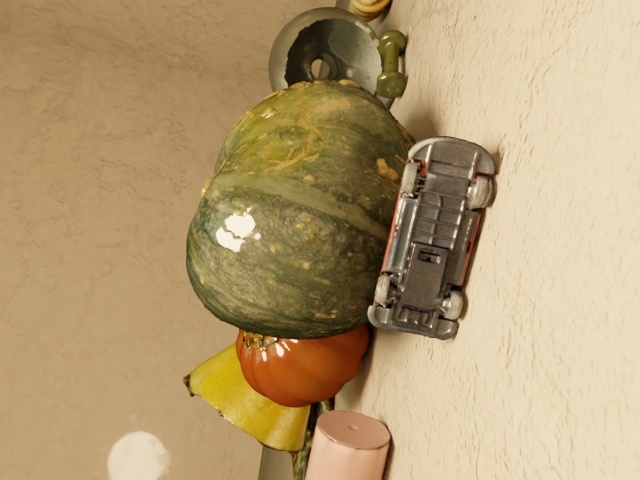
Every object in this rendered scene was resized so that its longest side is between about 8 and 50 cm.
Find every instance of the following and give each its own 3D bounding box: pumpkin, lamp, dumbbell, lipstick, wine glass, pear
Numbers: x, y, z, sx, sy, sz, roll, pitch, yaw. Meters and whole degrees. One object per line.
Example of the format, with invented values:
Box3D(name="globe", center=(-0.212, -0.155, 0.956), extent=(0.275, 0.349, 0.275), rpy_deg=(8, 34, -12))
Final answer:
Box3D(name="pumpkin", center=(-0.011, -0.043, 0.670), extent=(0.291, 0.258, 0.327), rpy_deg=(138, 149, -65))
Box3D(name="lamp", center=(-0.027, 0.138, 0.835), extent=(0.223, 0.197, 0.223), rpy_deg=(-29, 42, 29))
Box3D(name="dumbbell", center=(0.114, -0.284, 0.893), extent=(0.052, 0.046, 0.117), rpy_deg=(99, 178, -58))
Box3D(name="lipstick", center=(0.008, 0.369, 0.649), extent=(0.087, 0.087, 0.326), rpy_deg=(-118, 38, -80))
Box3D(name="wine glass", center=(0.014, -0.339, 1.099), extent=(0.323, 0.238, 0.237), rpy_deg=(-107, 27, -70))
Box3D(name="pear", center=(-0.100, 0.257, 1.053), extent=(0.178, 0.267, 0.267), rpy_deg=(-58, 5, -4))

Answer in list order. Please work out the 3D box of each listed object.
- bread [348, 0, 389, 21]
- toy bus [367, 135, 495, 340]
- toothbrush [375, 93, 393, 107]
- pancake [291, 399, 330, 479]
Box3D(name="bread", center=(0.106, -0.527, 1.168), extent=(0.177, 0.084, 0.119), rpy_deg=(-114, 36, -80))
Box3D(name="toy bus", center=(0.097, -0.005, 0.495), extent=(0.077, 0.079, 0.174), rpy_deg=(-62, -16, -78))
Box3D(name="toothbrush", center=(0.092, -0.207, 1.061), extent=(0.297, 0.030, 0.030), rpy_deg=(115, 173, -70))
Box3D(name="pancake", center=(-0.018, 0.319, 1.192), extent=(0.304, 0.067, 0.426), rpy_deg=(-97, 17, -45))
